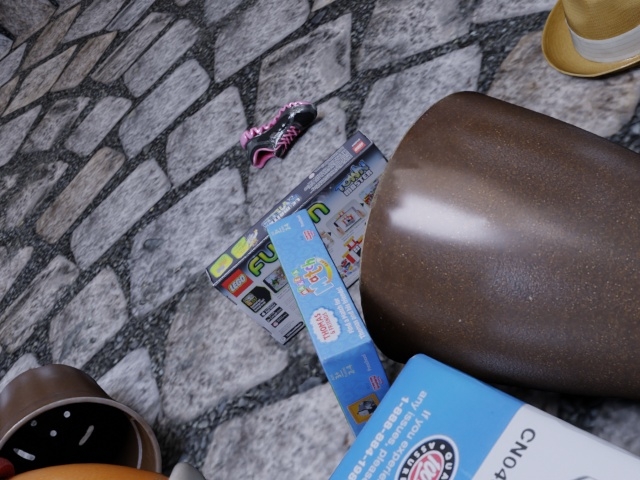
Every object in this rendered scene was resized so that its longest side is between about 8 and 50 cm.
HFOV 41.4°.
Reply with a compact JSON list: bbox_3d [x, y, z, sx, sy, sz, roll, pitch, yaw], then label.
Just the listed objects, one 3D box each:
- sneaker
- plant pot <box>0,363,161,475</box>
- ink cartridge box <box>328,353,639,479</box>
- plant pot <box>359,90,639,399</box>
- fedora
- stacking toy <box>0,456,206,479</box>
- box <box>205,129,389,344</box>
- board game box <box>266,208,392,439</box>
[{"bbox_3d":[-0.050,-0.135,1.106,0.119,0.047,0.057,-31,53,25],"label":"sneaker"},{"bbox_3d":[-0.266,0.210,0.872,0.167,0.167,0.165,-50,28,-8],"label":"plant pot"},{"bbox_3d":[0.136,0.261,0.388,0.395,0.166,0.285,20,70,52],"label":"ink cartridge box"},{"bbox_3d":[0.183,0.022,0.584,0.230,0.215,0.215,19,68,37],"label":"plant pot"},{"bbox_3d":[0.291,-0.251,0.836,0.194,0.079,0.194,-27,39,24],"label":"fedora"},{"bbox_3d":[-0.338,0.239,0.563,0.350,0.480,0.350,-156,90,-88],"label":"stacking toy"},{"bbox_3d":[0.000,0.000,0.844,0.207,0.114,0.036,-41,34,4],"label":"box"},{"bbox_3d":[0.027,0.103,0.625,0.039,0.211,0.160,-25,35,-2],"label":"board game box"}]
